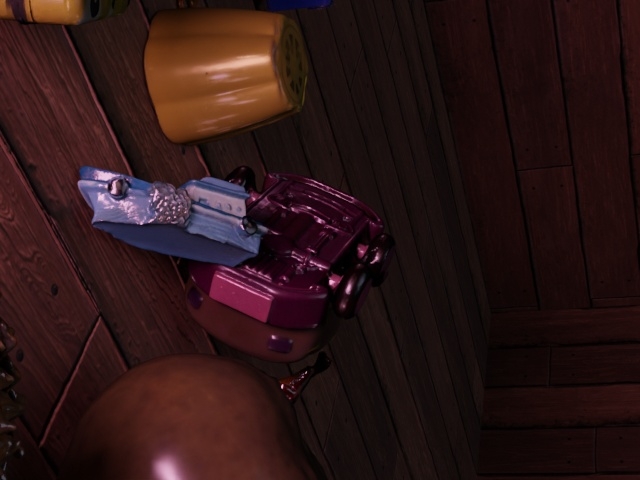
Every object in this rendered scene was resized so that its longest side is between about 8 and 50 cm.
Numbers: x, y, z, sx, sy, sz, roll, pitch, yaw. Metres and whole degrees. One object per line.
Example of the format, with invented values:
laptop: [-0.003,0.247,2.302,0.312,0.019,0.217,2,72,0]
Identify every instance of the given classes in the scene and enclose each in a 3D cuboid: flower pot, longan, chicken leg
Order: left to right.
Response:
longan: [-0.128,0.279,1.079,0.319,0.319,0.318,-4,90,-72]
flower pot: [-0.119,-0.229,1.415,0.195,0.179,0.195,-4,90,-70]
chicken leg: [-0.065,0.250,1.529,0.089,0.048,0.219,11,113,-47]

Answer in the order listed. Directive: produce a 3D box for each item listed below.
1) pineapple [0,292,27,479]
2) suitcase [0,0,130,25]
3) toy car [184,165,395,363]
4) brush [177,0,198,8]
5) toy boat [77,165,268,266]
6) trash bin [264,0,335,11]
pineapple: [-0.299,0.167,0.749,0.223,0.223,0.357,-73,161,-49]
suitcase: [-0.265,-0.309,1.002,0.235,0.143,0.193,-75,171,-74]
toy car: [-0.059,0.061,1.474,0.341,0.271,0.240,-44,156,-58]
brush: [-0.169,-0.432,1.576,0.314,0.017,0.090,-76,155,-43]
toy boat: [-0.177,-0.041,1.232,0.238,0.109,0.098,15,61,-37]
trash bin: [-0.039,-0.513,1.731,0.162,0.184,0.234,-86,169,-53]
